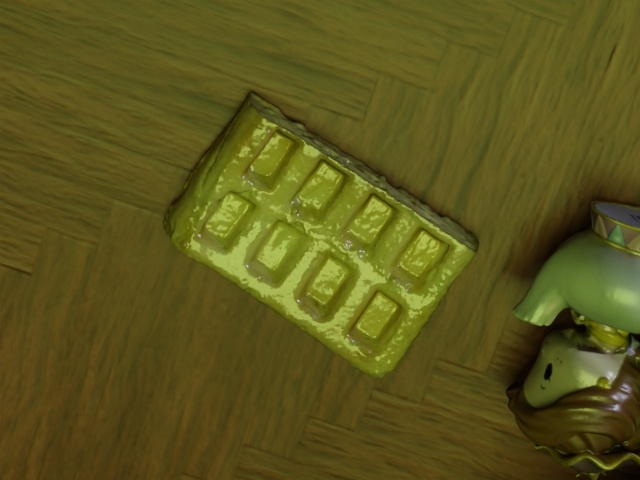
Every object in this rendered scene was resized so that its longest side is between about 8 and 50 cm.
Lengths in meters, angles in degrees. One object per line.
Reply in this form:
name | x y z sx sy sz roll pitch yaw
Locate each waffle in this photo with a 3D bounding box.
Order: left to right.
waffle | 0.000 0.000 1.767 0.274 0.057 0.168 33 104 -9

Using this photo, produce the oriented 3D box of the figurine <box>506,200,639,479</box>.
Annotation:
figurine | 0.266 0.102 1.750 0.189 0.142 0.263 13 104 -6
